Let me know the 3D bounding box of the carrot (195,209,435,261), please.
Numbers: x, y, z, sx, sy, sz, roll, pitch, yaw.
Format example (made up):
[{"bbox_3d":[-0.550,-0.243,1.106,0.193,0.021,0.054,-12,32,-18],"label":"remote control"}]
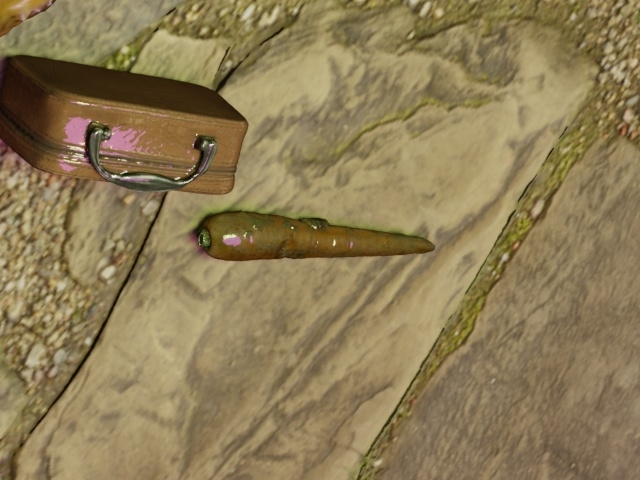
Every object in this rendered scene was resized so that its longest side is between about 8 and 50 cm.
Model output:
[{"bbox_3d":[0.000,0.000,1.671,0.254,0.049,0.049,3,110,-30],"label":"carrot"}]

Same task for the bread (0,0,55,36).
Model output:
[{"bbox_3d":[-0.325,-0.290,1.212,0.398,0.215,0.398,-2,129,-3],"label":"bread"}]

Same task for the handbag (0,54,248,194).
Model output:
[{"bbox_3d":[-0.159,-0.093,1.486,0.193,0.151,0.072,8,106,-30],"label":"handbag"}]
